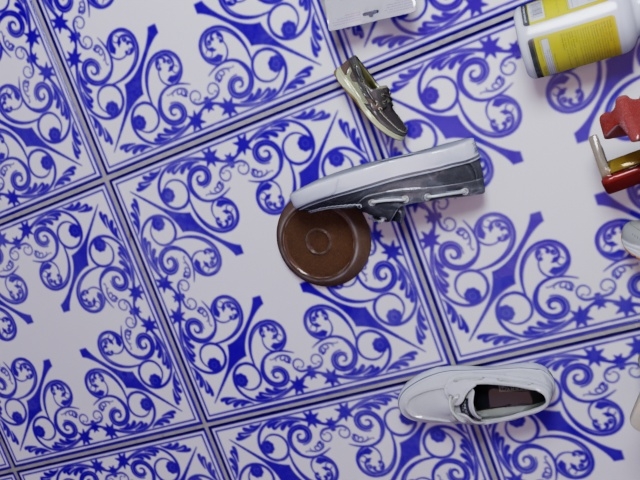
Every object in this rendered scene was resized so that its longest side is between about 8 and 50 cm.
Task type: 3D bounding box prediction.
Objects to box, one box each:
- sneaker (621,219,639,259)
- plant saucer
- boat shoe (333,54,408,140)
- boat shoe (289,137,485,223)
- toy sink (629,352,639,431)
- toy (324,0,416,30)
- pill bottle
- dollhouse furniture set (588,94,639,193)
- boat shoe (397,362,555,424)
[{"bbox_3d":[0.525,-0.024,1.001,0.262,0.099,0.121,9,105,51],"label":"sneaker"},{"bbox_3d":[0.000,0.000,1.266,0.169,0.029,0.168,5,106,18],"label":"plant saucer"},{"bbox_3d":[0.084,-0.219,1.166,0.152,0.056,0.049,47,118,3],"label":"boat shoe"},{"bbox_3d":[0.102,-0.073,1.175,0.301,0.108,0.102,-14,99,13],"label":"boat shoe"},{"bbox_3d":[0.542,0.164,1.062,0.153,0.131,0.234,19,104,14],"label":"toy sink"},{"bbox_3d":[0.067,-0.439,1.119,0.137,0.056,0.237,-6,96,24],"label":"toy"},{"bbox_3d":[0.362,-0.292,1.025,0.184,0.103,0.103,-13,99,22],"label":"pill bottle"},{"bbox_3d":[0.529,-0.142,0.929,0.374,0.201,0.152,-22,70,22],"label":"dollhouse furniture set"},{"bbox_3d":[0.240,0.249,1.213,0.258,0.084,0.095,-18,97,22],"label":"boat shoe"}]
